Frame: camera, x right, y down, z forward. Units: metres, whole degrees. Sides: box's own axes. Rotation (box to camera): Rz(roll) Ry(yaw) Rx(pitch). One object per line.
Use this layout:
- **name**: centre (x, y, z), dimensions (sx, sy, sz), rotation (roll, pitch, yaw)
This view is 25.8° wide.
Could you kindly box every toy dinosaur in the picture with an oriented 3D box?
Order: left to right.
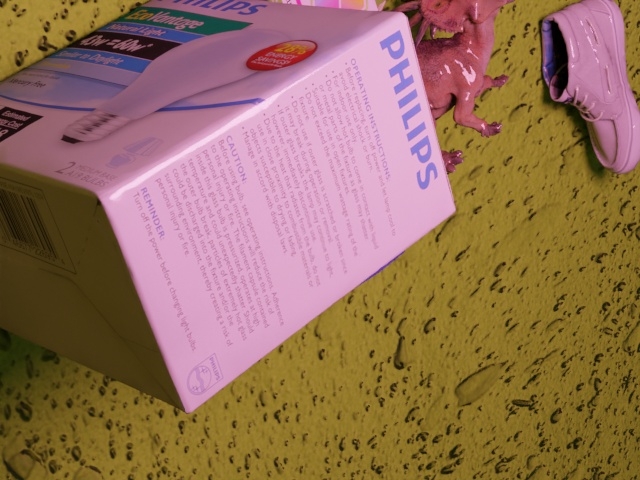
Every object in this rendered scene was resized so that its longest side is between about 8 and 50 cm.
- **toy dinosaur**: centre (0.120, -0.199, 1.693), dimensions (0.296, 0.127, 0.200), rotation (-40, 115, 2)

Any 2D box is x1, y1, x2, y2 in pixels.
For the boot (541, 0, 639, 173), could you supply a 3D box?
- **boot**: centre (0.368, -0.204, 1.948), dimensions (0.123, 0.095, 0.258), rotation (-21, 105, -31)

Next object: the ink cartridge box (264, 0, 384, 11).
- **ink cartridge box**: centre (0.020, -0.300, 1.536), dimensions (0.255, 0.097, 0.188), rotation (-38, 125, -24)

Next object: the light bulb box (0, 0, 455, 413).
- **light bulb box**: centre (-0.132, -0.063, 1.336), dimensions (0.361, 0.358, 0.225), rotation (-36, 124, -32)

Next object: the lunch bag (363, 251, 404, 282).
- **lunch bag**: centre (0.000, 0.000, 1.653), dimensions (0.151, 0.096, 0.129), rotation (-39, 129, 7)

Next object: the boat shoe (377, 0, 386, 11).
- **boat shoe**: centre (0.057, -0.337, 1.658), dimensions (0.045, 0.050, 0.135), rotation (0, 99, -29)
